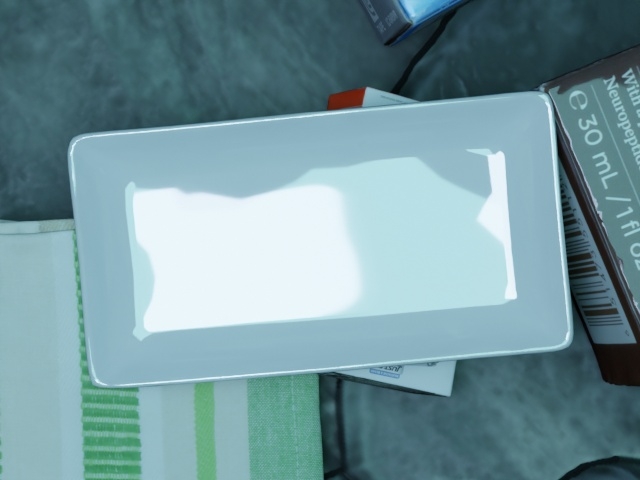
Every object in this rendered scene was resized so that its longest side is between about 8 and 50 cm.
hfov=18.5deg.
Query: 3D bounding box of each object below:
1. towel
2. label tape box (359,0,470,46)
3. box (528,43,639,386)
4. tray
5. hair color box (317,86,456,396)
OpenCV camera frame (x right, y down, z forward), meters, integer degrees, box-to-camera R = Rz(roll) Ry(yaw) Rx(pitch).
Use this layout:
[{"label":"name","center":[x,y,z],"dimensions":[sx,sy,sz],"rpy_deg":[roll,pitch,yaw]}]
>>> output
[{"label":"towel","center":[-0.150,0.104,1.115],"dimensions":[0.325,0.038,0.247],"rpy_deg":[-2,89,-27]},{"label":"label tape box","center":[0.069,-0.320,1.166],"dimensions":[0.241,0.106,0.333],"rpy_deg":[-29,91,-6]},{"label":"box","center":[0.320,-0.068,1.170],"dimensions":[0.381,0.143,0.191],"rpy_deg":[-23,90,-8]},{"label":"tray","center":[0.000,0.000,1.099],"dimensions":[0.270,0.030,0.145],"rpy_deg":[-5,94,2]},{"label":"hair color box","center":[0.041,0.002,1.164],"dimensions":[0.093,0.053,0.167],"rpy_deg":[14,82,-25]}]
